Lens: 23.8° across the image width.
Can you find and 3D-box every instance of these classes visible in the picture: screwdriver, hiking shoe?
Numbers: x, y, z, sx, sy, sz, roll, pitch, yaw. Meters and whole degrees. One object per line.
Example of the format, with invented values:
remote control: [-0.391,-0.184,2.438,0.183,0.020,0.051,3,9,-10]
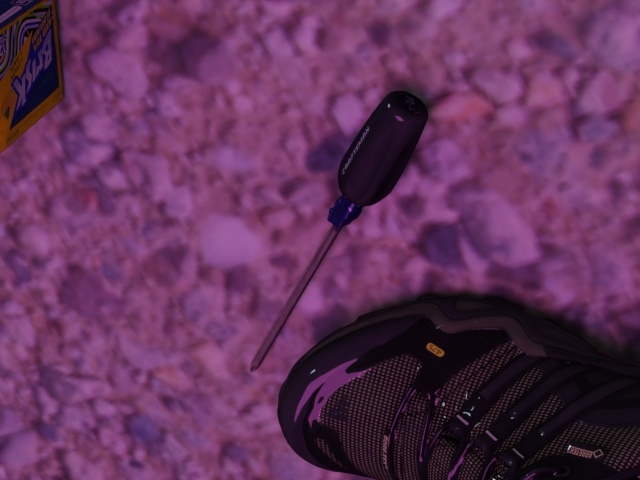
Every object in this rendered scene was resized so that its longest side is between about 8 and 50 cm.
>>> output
screwdriver: [0.000,0.000,0.644,0.025,0.024,0.170,57,136,22]
hiking shoe: [0.079,0.085,0.596,0.227,0.114,0.086,4,118,21]

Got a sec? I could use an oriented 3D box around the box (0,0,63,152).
box: [-0.199,-0.085,0.652,0.169,0.059,0.054,11,123,17]
